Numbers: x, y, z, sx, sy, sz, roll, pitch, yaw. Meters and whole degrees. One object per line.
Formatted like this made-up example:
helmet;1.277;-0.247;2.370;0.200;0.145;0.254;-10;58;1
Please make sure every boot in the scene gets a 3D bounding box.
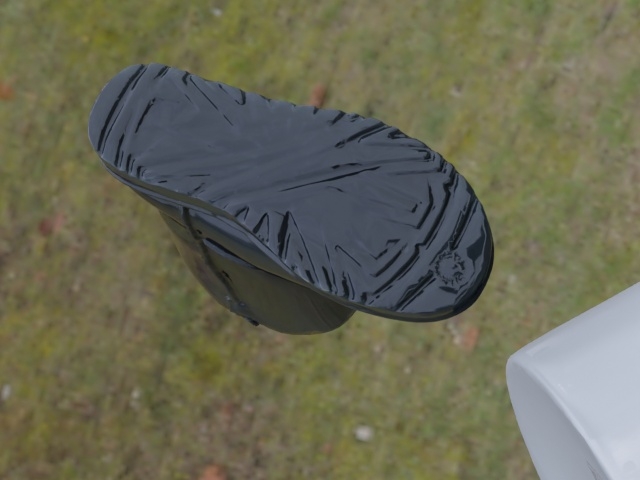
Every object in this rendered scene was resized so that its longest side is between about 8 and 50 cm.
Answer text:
boot;0.000;0.000;0.919;0.246;0.207;0.094;23;76;22

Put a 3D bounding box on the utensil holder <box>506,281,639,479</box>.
utensil holder;0.349;0.117;0.948;0.385;0.328;0.327;-27;34;-4
